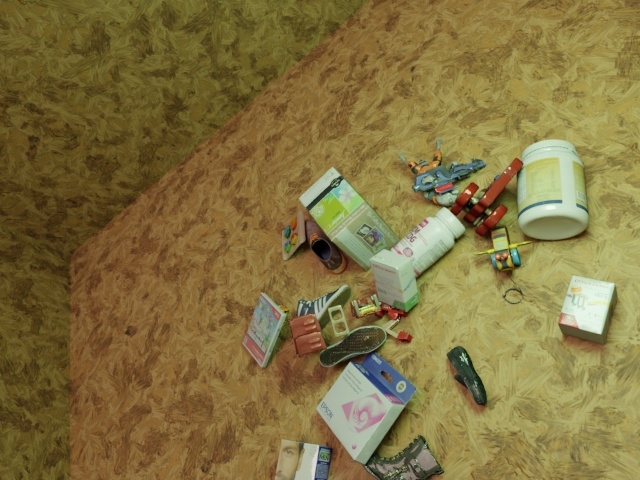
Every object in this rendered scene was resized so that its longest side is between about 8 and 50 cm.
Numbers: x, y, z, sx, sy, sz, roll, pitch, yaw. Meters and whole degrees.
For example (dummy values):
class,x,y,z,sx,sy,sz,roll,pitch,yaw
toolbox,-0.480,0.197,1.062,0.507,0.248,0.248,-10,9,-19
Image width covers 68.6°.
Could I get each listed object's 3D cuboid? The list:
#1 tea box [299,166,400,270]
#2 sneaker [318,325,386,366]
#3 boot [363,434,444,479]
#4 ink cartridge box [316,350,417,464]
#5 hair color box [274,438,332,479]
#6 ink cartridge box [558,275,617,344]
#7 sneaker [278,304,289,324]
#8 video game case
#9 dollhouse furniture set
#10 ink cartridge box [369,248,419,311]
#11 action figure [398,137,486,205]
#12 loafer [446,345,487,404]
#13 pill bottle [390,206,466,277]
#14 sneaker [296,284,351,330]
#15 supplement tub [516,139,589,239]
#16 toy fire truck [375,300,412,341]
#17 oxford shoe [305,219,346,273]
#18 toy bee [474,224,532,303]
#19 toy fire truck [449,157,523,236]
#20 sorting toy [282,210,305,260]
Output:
class,x,y,z,sx,sy,sz,roll,pitch,yaw
tea box,0.131,-0.091,2.086,0.220,0.329,0.323,-43,48,6
sneaker,0.132,0.427,1.935,0.290,0.123,0.105,-23,79,4
boot,0.280,0.772,1.659,0.229,0.091,0.263,-43,49,-2
ink cartridge box,0.161,0.602,1.773,0.330,0.071,0.324,-55,28,-4
hair color box,-0.082,0.950,1.782,0.185,0.110,0.338,-7,59,33
ink cartridge box,0.869,0.224,1.523,0.128,0.127,0.176,12,71,39
sneaker,-0.203,0.393,2.221,0.068,0.064,0.175,19,80,27
video game case,-0.268,0.418,2.198,0.204,0.025,0.285,36,110,45
dollhouse furniture set,0.062,0.350,1.935,0.375,0.201,0.152,-16,82,-6
ink cartridge box,0.297,0.158,1.879,0.093,0.212,0.154,-35,33,-28
action figure,0.538,-0.292,2.075,0.342,0.178,0.330,-13,60,-4
loafer,0.516,0.482,1.661,0.078,0.076,0.223,-36,44,20
pill bottle,0.443,0.006,1.926,0.283,0.160,0.160,-42,48,7
sneaker,0.003,0.280,2.115,0.282,0.099,0.153,-50,50,4
supplement tub,0.840,-0.184,1.713,0.229,0.228,0.316,-7,61,32
toy fire truck,0.293,0.331,1.917,0.192,0.047,0.135,8,69,37
oxford shoe,0.000,0.000,2.256,0.130,0.133,0.363,-44,48,6
toy bee,0.688,0.052,1.729,0.195,0.162,0.298,-33,50,13
toy fire truck,0.654,-0.172,1.811,0.169,0.302,0.254,42,85,12
sorting toy,-0.145,-0.025,2.384,0.208,0.038,0.192,-44,41,45
